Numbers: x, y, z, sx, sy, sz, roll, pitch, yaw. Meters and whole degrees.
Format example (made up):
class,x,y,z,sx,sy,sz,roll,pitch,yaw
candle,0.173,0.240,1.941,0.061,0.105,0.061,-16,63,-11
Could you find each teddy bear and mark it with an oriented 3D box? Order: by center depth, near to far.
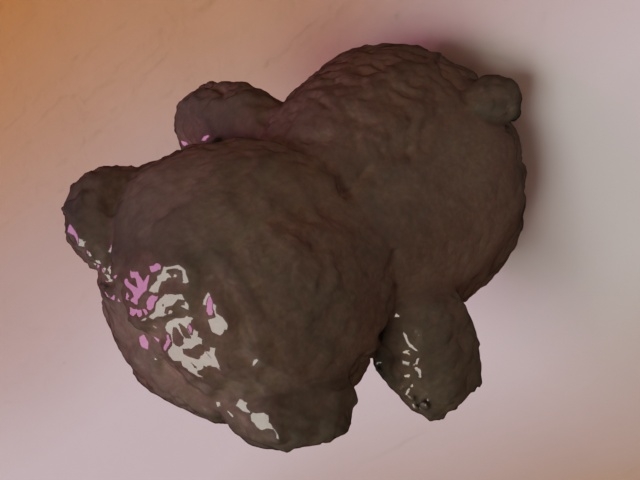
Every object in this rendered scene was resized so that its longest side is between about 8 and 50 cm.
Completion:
class,x,y,z,sx,sy,sz,roll,pitch,yaw
teddy bear,0.001,-0.001,0.737,0.236,0.267,0.151,45,151,10
